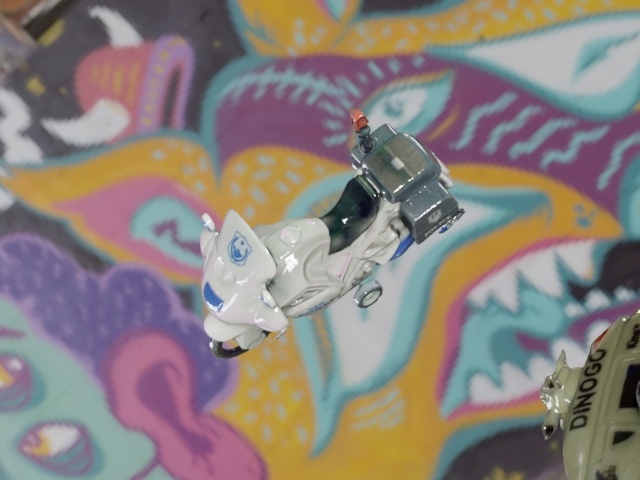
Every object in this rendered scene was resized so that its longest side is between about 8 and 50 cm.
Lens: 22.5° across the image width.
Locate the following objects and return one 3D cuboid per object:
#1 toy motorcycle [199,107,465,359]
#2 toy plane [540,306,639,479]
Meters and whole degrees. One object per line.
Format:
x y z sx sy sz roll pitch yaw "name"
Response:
0.000 0.000 1.157 0.221 0.102 0.150 -37 -28 -6 "toy motorcycle"
0.136 0.121 0.752 0.108 0.092 0.286 0 46 30 "toy plane"
